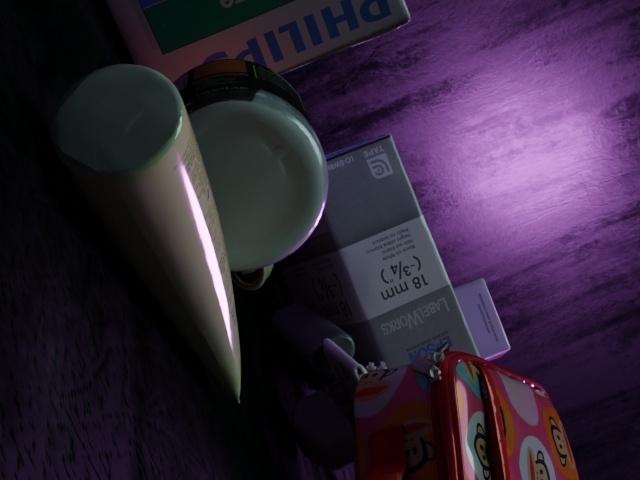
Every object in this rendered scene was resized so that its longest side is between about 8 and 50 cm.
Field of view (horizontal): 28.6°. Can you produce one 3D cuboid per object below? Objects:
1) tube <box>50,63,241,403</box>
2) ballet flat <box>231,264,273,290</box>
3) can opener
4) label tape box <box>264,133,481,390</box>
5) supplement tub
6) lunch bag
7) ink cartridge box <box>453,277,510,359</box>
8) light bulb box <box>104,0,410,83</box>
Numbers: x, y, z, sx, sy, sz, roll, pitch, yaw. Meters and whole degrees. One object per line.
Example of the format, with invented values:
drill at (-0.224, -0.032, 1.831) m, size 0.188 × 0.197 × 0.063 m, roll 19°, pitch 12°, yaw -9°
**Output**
tube at (-0.076, 0.004, 0.653) m, size 0.240 × 0.062 × 0.070 m, roll 74°, pitch 38°, yaw -62°
ballet flat at (-0.078, -0.034, 1.043) m, size 0.052 × 0.057 × 0.168 m, roll -83°, pitch 152°, yaw -67°
can opener at (-0.002, 0.118, 1.125) m, size 0.280 × 0.093 × 0.074 m, roll -139°, pitch -154°, yaw -74°
label tape box at (0.048, 0.081, 1.283) m, size 0.333 × 0.106 × 0.241 m, roll 67°, pitch -21°, yaw -1°
supplement tub at (-0.059, -0.059, 0.854) m, size 0.190 × 0.117 × 0.117 m, roll -105°, pitch 173°, yaw -73°
lunch bag at (0.108, 0.234, 0.946) m, size 0.258 × 0.120 × 0.293 m, roll 28°, pitch 51°, yaw -52°
ink cartridge box at (0.111, 0.140, 1.610) m, size 0.172 × 0.237 × 0.100 m, roll 59°, pitch 11°, yaw -80°
light bulb box at (-0.116, -0.351, 1.066) m, size 0.358 × 0.225 × 0.361 m, roll -111°, pitch 179°, yaw -62°
